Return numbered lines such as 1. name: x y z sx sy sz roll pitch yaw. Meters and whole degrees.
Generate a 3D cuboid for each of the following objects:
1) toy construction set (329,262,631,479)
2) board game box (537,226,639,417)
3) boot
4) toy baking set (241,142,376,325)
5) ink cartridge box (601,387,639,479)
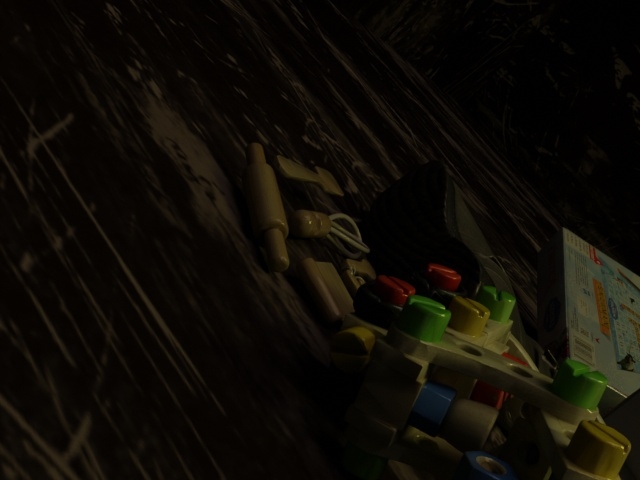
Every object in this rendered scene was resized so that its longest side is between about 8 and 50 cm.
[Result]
1. toy construction set: 0.122 0.112 0.652 0.215 0.151 0.328 26 -1 23
2. board game box: 0.434 0.162 1.229 0.318 0.066 0.318 32 33 -6
3. boot: 0.161 0.065 0.987 0.223 0.118 0.338 47 19 -25
4. toy baking set: -0.004 -0.003 0.844 0.197 0.030 0.256 39 22 -41
5. ink cartridge box: 0.373 0.254 0.976 0.176 0.127 0.128 30 23 -42
